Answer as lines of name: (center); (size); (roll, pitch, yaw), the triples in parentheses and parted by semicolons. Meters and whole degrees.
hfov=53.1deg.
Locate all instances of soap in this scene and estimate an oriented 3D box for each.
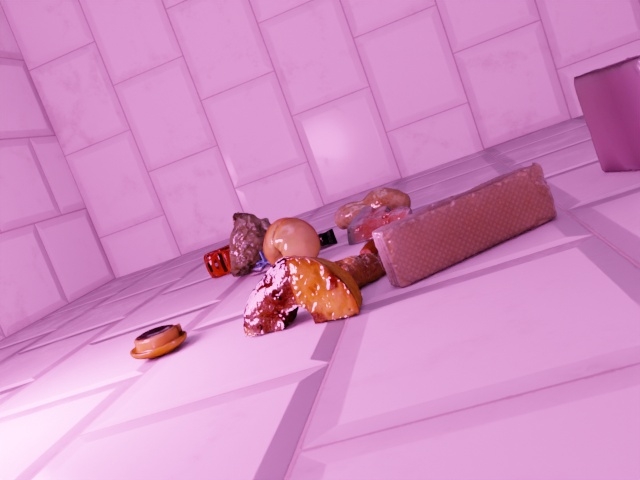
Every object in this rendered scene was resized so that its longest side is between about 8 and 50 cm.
soap: (0.791, -0.319, 1.615); (0.107, 0.285, 0.296); (-24, 9, -8)

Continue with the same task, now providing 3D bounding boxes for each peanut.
peanut: (0.187, -0.114, 2.342); (0.290, 0.130, 0.130); (-21, 7, 15)

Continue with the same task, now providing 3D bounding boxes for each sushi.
sushi: (0.000, 0.000, 2.280); (0.084, 0.056, 0.083); (-23, 8, -24)

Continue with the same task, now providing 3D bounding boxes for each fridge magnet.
fridge magnet: (-0.396, 0.247, 1.563); (0.143, 0.063, 0.143); (-17, 7, 2)

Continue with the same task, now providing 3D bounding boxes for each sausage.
sausage: (0.141, 0.025, 1.796); (0.039, 0.041, 0.131); (-23, 6, 21)

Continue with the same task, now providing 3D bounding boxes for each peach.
peach: (-0.088, 0.011, 2.016); (0.184, 0.184, 0.184); (-20, 8, 3)

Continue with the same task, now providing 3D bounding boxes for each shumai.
shumai: (-0.216, 0.021, 2.289); (0.218, 0.256, 0.189); (-3, 48, -8)

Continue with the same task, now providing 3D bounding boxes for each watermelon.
watermelon: (0.200, -0.055, 2.101); (0.241, 0.094, 0.154); (-10, 20, 41)

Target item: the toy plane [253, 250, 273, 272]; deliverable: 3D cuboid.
toy plane: (-0.121, 0.049, 2.198); (0.169, 0.078, 0.246); (-15, 3, 34)

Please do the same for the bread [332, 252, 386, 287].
bread: (0.069, 0.077, 1.507); (0.233, 0.076, 0.105); (-23, 10, -26)

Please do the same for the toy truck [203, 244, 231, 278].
toy truck: (-0.325, 0.059, 2.522); (0.252, 0.108, 0.114); (-24, 8, -24)

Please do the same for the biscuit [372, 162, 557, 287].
biscuit: (0.324, -0.040, 1.412); (0.426, 0.144, 0.078); (-22, 7, -16)

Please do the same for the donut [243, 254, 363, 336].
donut: (-0.043, 0.104, 1.371); (0.295, 0.151, 0.112); (-17, -2, 29)
